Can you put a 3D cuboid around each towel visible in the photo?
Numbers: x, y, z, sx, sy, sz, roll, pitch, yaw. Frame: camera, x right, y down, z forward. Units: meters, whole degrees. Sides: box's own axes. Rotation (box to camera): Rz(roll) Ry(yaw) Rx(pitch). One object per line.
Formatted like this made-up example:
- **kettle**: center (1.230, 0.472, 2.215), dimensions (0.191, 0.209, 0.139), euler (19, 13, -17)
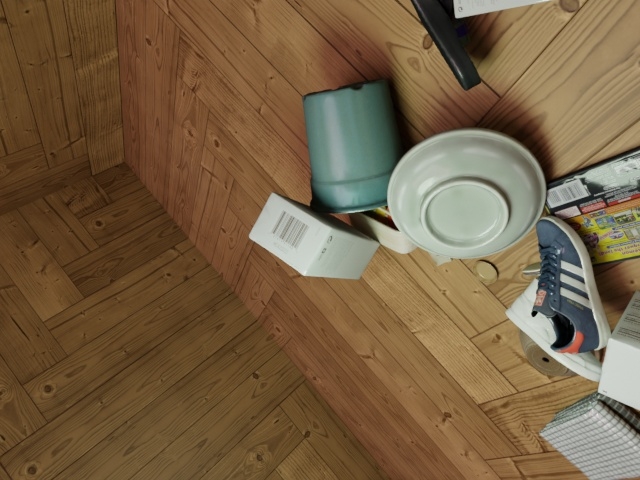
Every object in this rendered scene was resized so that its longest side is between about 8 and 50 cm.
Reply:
- **towel**: center (0.863, 0.603, 1.395), dimensions (0.235, 0.121, 0.284), euler (41, 143, 17)
- **towel**: center (0.337, -0.522, 1.134), dimensions (0.060, 0.009, 0.083), euler (-4, 116, 52)

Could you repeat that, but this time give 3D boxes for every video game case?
- **video game case**: center (0.694, -0.068, 1.075), dimensions (0.248, 0.035, 0.275), euler (57, 146, -4)

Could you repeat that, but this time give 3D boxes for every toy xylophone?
- **toy xylophone**: center (0.210, -0.076, 1.597), dimensions (0.322, 0.081, 0.236), euler (33, 156, 26)

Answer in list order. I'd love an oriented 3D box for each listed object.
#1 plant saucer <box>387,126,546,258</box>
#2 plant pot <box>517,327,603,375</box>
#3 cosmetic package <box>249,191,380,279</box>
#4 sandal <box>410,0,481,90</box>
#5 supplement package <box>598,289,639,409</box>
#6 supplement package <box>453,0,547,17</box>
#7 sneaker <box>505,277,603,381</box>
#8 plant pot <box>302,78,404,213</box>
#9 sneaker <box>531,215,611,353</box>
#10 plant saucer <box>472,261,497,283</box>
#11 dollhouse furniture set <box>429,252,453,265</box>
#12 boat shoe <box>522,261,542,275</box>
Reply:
- **plant saucer**: center (0.369, -0.087, 1.175), dimensions (0.400, 0.100, 0.400), euler (8, 129, 10)
- **plant pot**: center (0.694, 0.324, 1.360), dimensions (0.237, 0.109, 0.237), euler (33, 142, 30)
- **cosmetic package**: center (0.000, 0.000, 1.487), dimensions (0.230, 0.453, 0.161), euler (33, 98, 25)
- **sandal**: center (0.274, -0.569, 1.068), dimensions (0.107, 0.167, 0.446), euler (-30, 93, 20)
- **supplement package**: center (0.796, 0.271, 1.098), dimensions (0.149, 0.203, 0.194), euler (20, 135, 41)
- **supplement package**: center (0.405, -0.558, 0.844), dimensions (0.262, 0.198, 0.199), euler (15, 130, 45)
- **sneaker**: center (0.662, 0.223, 1.231), dimensions (0.292, 0.108, 0.169), euler (47, 116, 41)
- **plant pot**: center (0.100, -0.295, 1.377), dimensions (0.341, 0.341, 0.334), euler (9, 118, 47)
- **sneaker**: center (0.588, 0.114, 1.140), dimensions (0.131, 0.148, 0.350), euler (93, 161, -79)
- **plant saucer**: center (0.526, 0.099, 1.451), dimensions (0.083, 0.015, 0.083), euler (33, 142, 30)
- **dollhouse furniture set**: center (0.413, -0.030, 1.372), dimensions (0.129, 0.129, 0.183), euler (56, 148, -2)
- **boat shoe**: center (0.635, 0.085, 1.277), dimensions (0.137, 0.049, 0.043), euler (-18, 107, 51)
